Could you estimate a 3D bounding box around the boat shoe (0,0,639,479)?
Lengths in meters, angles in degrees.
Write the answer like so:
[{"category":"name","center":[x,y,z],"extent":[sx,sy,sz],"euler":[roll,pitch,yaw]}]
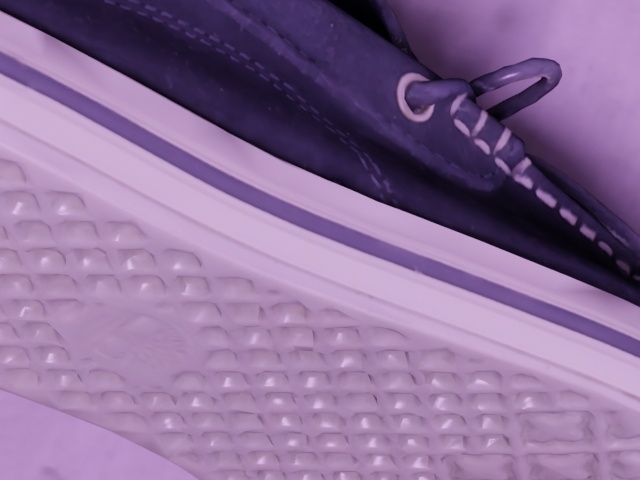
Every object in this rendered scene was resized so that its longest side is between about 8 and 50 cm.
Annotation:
[{"category":"boat shoe","center":[0.000,0.000,0.636],"extent":[0.500,0.156,0.187],"euler":[29,138,-27]}]
